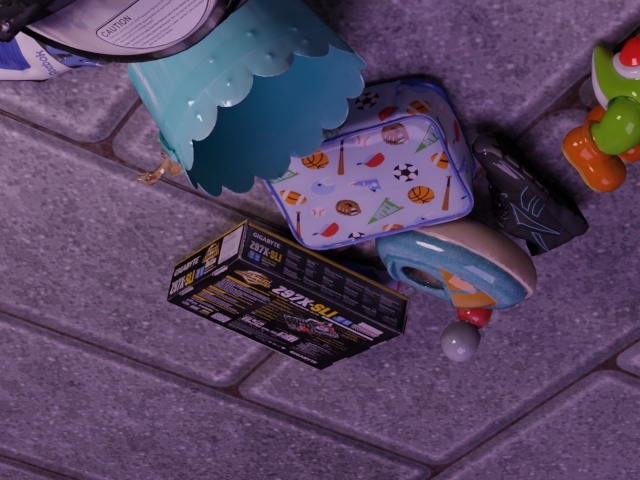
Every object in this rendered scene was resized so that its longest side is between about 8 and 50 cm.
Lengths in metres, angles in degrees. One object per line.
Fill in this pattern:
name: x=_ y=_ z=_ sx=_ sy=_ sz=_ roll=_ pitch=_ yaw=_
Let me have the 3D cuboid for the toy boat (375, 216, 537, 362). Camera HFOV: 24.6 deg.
toy boat: x=0.217 y=0.075 z=2.314 sx=0.267 sy=0.148 sz=0.318 roll=18 pitch=159 yaw=25

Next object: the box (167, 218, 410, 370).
box: x=-0.056 y=0.098 z=2.418 sx=0.322 sy=0.079 sz=0.257 roll=26 pitch=148 yaw=-23

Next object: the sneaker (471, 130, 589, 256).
sneaker: x=0.298 y=-0.060 z=2.190 sx=0.106 sy=0.101 sz=0.267 roll=-38 pitch=129 yaw=17

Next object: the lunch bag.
lunch bag: x=0.067 y=-0.103 z=2.148 sx=0.303 sy=0.115 sz=0.243 roll=-12 pitch=134 yaw=20

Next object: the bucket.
bucket: x=-0.102 y=-0.209 z=1.894 sx=0.281 sy=0.183 sz=0.281 roll=-32 pitch=159 yaw=-14

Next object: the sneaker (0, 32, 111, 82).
sneaker: x=-0.439 y=-0.299 z=1.940 sx=0.182 sy=0.127 sz=0.315 roll=-24 pitch=136 yaw=28

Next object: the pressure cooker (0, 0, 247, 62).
pressure cooker: x=-0.214 y=-0.392 z=1.520 sx=0.375 sy=0.420 sz=0.370 roll=12 pitch=138 yaw=9

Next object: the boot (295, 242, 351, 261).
boot: x=0.000 y=0.000 z=2.364 sx=0.106 sy=0.037 sz=0.114 roll=13 pitch=146 yaw=-30

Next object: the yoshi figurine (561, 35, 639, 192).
yoshi figurine: x=0.504 y=-0.200 z=1.952 sx=0.203 sy=0.204 sz=0.362 roll=7 pitch=143 yaw=-31

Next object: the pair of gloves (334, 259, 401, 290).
pair of gloves: x=0.059 y=0.099 z=2.502 sx=0.159 sy=0.023 sz=0.198 roll=4 pitch=142 yaw=0

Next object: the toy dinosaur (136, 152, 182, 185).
toy dinosaur: x=-0.198 y=-0.139 z=2.155 sx=0.053 sy=0.093 sz=0.183 roll=29 pitch=136 yaw=-30
